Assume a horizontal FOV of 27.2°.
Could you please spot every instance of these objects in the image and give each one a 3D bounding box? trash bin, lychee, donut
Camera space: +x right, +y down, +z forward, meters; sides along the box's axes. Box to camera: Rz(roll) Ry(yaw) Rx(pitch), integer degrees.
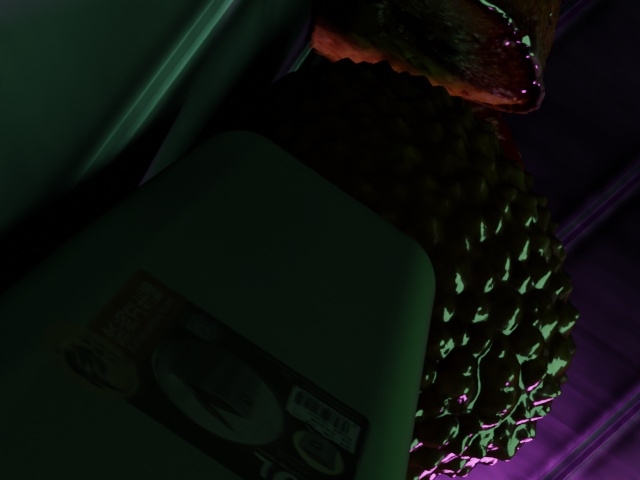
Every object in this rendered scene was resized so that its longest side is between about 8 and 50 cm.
[{"bbox_3d":[-0.079,0.105,0.477,0.223,0.158,0.343,-55,-176,24],"label":"trash bin"},{"bbox_3d":[0.030,0.029,0.795,0.267,0.267,0.267,-57,180,0],"label":"lychee"},{"bbox_3d":[0.083,-0.157,0.790,0.295,0.151,0.112,107,6,-87],"label":"donut"}]

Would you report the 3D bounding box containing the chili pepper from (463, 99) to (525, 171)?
[{"bbox_3d":[0.000,0.000,1.041,0.338,0.131,0.134,-23,150,4],"label":"chili pepper"}]
